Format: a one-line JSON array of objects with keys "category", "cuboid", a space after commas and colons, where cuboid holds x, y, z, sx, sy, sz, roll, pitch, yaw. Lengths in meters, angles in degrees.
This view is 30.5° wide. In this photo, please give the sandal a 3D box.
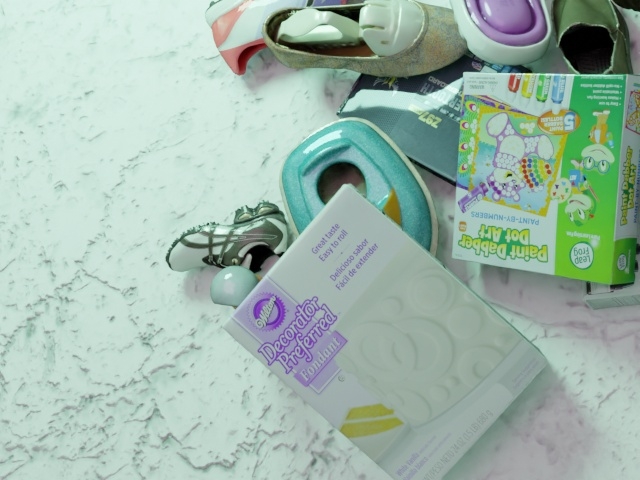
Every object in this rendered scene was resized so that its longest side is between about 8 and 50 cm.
[{"category": "sandal", "cuboid": [0.222, -0.418, 1.605, 0.169, 0.102, 0.416, -11, 59, -18]}]

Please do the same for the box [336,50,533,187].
[{"category": "box", "cuboid": [0.161, -0.195, 1.633, 0.233, 0.059, 0.183, 34, 92, 33]}]

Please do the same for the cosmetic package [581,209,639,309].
[{"category": "cosmetic package", "cuboid": [0.376, -0.039, 1.471, 0.099, 0.060, 0.239, -8, 70, 24]}]

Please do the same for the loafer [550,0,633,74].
[{"category": "loafer", "cuboid": [0.352, -0.261, 1.512, 0.094, 0.087, 0.251, -21, 47, 14]}]

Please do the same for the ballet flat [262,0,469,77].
[{"category": "ballet flat", "cuboid": [0.054, -0.285, 1.623, 0.316, 0.106, 0.107, 0, 73, 29]}]

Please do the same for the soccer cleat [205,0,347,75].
[{"category": "soccer cleat", "cuboid": [-0.019, -0.357, 1.767, 0.318, 0.108, 0.116, -21, 85, 18]}]

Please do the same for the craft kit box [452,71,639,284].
[{"category": "craft kit box", "cuboid": [0.277, -0.083, 1.447, 0.250, 0.061, 0.246, 9, 101, 47]}]

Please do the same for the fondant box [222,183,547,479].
[{"category": "fondant box", "cuboid": [0.079, 0.124, 1.466, 0.330, 0.096, 0.238, 41, 96, 1]}]

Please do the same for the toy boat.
[{"category": "toy boat", "cuboid": [0.000, 0.000, 1.576, 0.318, 0.148, 0.267, -36, 76, 8]}]

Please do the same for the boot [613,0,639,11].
[{"category": "boot", "cuboid": [0.494, -0.441, 1.531, 0.236, 0.089, 0.269, -5, 70, 19]}]

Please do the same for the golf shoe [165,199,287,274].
[{"category": "golf shoe", "cuboid": [-0.138, 0.017, 1.710, 0.198, 0.077, 0.094, -24, 65, 20]}]
